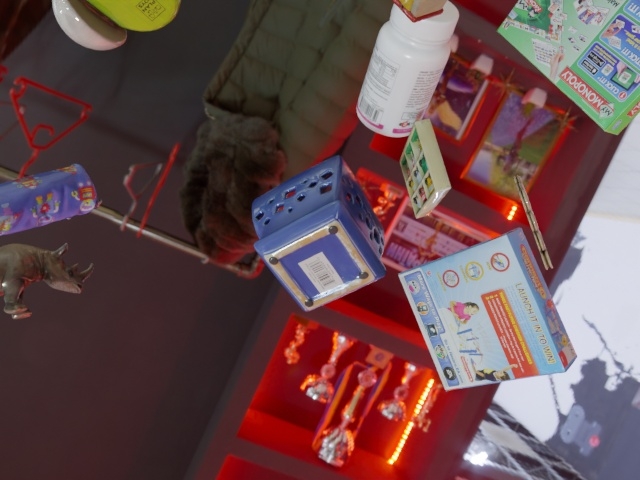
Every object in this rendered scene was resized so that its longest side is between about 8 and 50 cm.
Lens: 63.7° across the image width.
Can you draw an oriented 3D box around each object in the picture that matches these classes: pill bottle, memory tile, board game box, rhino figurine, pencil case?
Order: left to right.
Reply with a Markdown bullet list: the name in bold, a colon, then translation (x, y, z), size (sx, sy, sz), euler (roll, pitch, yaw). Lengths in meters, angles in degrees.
- **rhino figurine**: translation (-0.445, 0.057, 0.735), size (0.243, 0.106, 0.073), euler (-13, 168, -43)
- **pencil case**: translation (-0.675, -0.082, 1.191), size (0.119, 0.133, 0.306), euler (30, -144, 26)
- **pill bottle**: translation (0.189, -0.386, 1.144), size (0.160, 0.160, 0.283), euler (25, 140, 6)
- **board game box**: translation (0.369, 0.167, 1.183), size (0.086, 0.308, 0.301), euler (-16, 173, -46)
- **memory tile**: translation (0.359, -0.032, 0.871), size (0.148, 0.012, 0.113), euler (64, -157, -16)
- **board game box**: translation (0.457, -0.359, 0.853), size (0.046, 0.214, 0.317), euler (3, -133, -34)

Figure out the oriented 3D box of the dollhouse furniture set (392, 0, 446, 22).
- **dollhouse furniture set**: translation (0.108, -0.502, 0.855), size (0.374, 0.201, 0.152), euler (55, 155, 17)

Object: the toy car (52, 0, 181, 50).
- **toy car**: translation (-0.205, -0.285, 0.475), size (0.182, 0.159, 0.136), euler (40, -152, -41)

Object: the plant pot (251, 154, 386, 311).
- **plant pot**: translation (0.000, 0.000, 1.091), size (0.236, 0.235, 0.212), euler (55, -163, -29)

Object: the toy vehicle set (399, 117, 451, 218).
- **toy vehicle set**: translation (0.246, -0.164, 1.245), size (0.035, 0.166, 0.267), euler (-14, 170, -1)
